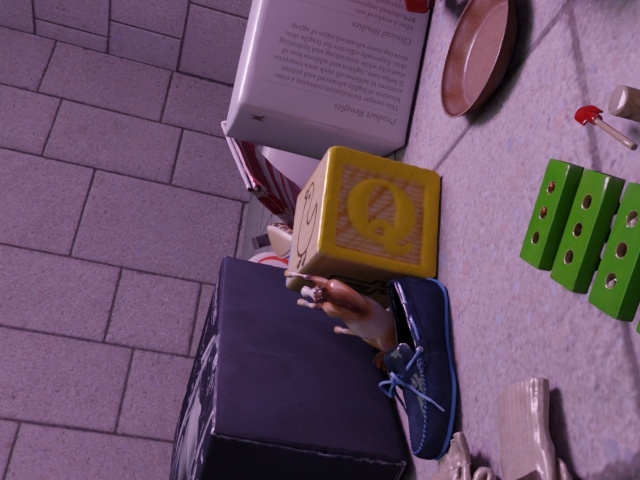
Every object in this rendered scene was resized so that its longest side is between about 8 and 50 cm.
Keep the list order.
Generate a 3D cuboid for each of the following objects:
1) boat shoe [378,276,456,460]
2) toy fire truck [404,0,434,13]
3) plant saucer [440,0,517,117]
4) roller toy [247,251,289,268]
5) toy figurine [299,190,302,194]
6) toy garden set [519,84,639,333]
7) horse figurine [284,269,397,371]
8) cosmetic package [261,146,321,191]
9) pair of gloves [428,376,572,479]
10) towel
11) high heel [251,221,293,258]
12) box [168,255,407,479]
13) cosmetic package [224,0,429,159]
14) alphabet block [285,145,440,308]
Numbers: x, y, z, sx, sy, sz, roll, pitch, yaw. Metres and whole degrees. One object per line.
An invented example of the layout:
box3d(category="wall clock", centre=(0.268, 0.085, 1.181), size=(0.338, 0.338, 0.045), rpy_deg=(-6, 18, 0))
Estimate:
box3d(category="boat shoe", centre=(0.122, 0.169, 0.902), size=(0.109, 0.089, 0.258), rpy_deg=(116, 162, -46))
box3d(category="toy fire truck", centre=(0.204, -0.529, 1.114), size=(0.254, 0.169, 0.302), rpy_deg=(-8, -68, -78))
box3d(category="plant saucer", centre=(0.232, -0.271, 0.959), size=(0.198, 0.036, 0.198), rpy_deg=(-168, 90, -76))
box3d(category="roller toy", centre=(-0.138, 0.142, 1.797), size=(0.146, 0.209, 0.191), rpy_deg=(119, 139, -54))
box3d(category="toy figurine", centre=(0.006, -0.026, 1.519), size=(0.173, 0.130, 0.159), rpy_deg=(-39, -45, -66))
box3d(category="toy garden set", centre=(0.272, -0.042, 0.561), size=(0.244, 0.049, 0.203), rpy_deg=(-120, 42, -72))
box3d(category="horse figurine", centre=(0.053, 0.117, 0.998), size=(0.174, 0.263, 0.066), rpy_deg=(5, 60, 57))
box3d(category="cosmetic package", centre=(-0.034, -0.305, 1.779), size=(0.155, 0.197, 0.365), rpy_deg=(-95, 23, -53))
box3d(category="pair of gloves", centre=(0.177, 0.272, 0.675), size=(0.240, 0.042, 0.204), rpy_deg=(122, 160, -45))
box3d(category="towel", centre=(-0.108, -0.131, 1.597), size=(0.037, 0.329, 0.237), rpy_deg=(-34, 54, 11))
box3d(category="high heel", centre=(-0.052, -0.020, 1.751), size=(0.261, 0.186, 0.093), rpy_deg=(2, 107, 62))
box3d(category="box", centre=(-0.098, 0.364, 1.188), size=(0.480, 0.297, 0.471), rpy_deg=(-102, 29, -61))
box3d(category="cosmetic package", centre=(0.007, -0.391, 1.375), size=(0.327, 0.329, 0.393), rpy_deg=(173, 109, -77))
box3d(category="alphabet block", centre=(0.066, -0.012, 1.082), size=(0.197, 0.193, 0.192), rpy_deg=(129, 149, -63))
